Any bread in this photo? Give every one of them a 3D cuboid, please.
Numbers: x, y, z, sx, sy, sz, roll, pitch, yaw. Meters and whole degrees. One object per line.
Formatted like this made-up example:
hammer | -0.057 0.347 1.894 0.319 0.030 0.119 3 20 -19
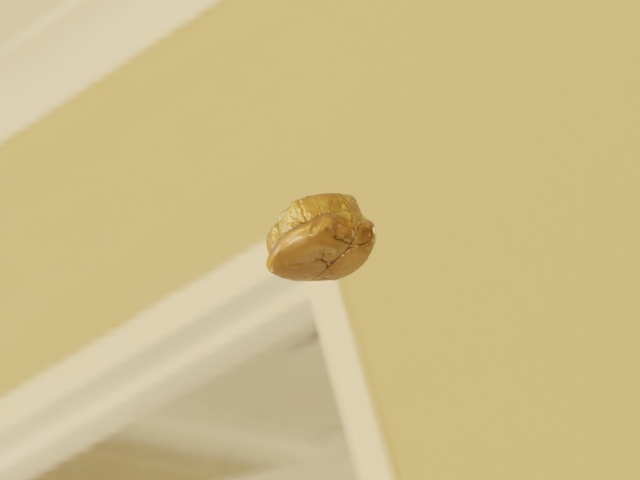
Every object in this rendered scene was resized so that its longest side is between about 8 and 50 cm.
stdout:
bread | 0.000 0.000 1.318 0.081 0.046 0.083 -29 -28 13
